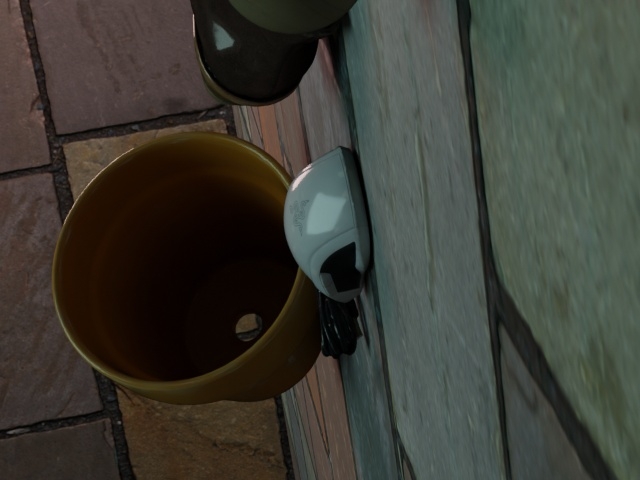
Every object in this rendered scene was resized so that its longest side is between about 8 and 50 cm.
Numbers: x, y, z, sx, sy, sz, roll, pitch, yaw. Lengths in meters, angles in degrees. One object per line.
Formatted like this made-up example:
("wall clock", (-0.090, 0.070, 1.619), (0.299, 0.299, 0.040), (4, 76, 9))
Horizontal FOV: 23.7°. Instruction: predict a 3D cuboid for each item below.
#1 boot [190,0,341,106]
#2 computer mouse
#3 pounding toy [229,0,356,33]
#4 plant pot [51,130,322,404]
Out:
("boot", (-0.038, -0.203, 0.832), (0.207, 0.090, 0.249), (152, 109, -73))
("computer mouse", (0.000, 0.000, 0.891), (0.193, 0.042, 0.106), (91, 169, -71))
("pounding toy", (-0.051, -0.197, 0.515), (0.183, 0.110, 0.237), (-94, -4, -65))
("plant pot", (-0.080, 0.044, 1.209), (0.188, 0.205, 0.205), (51, -156, -63))
